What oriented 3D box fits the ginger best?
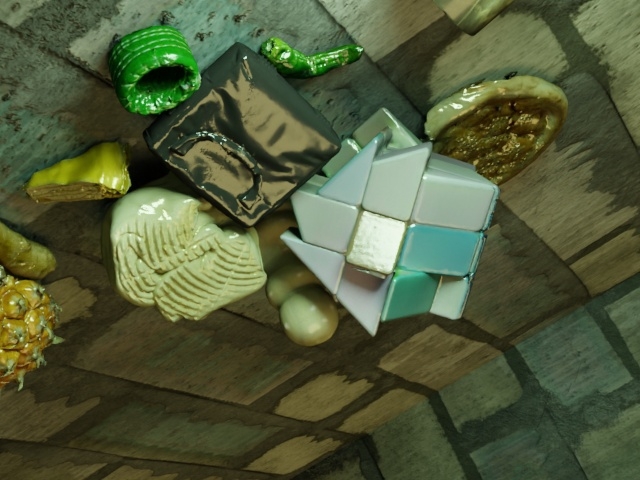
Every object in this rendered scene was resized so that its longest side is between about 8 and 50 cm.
[{"bbox_3d":[-0.552,-0.007,1.507,0.118,0.065,0.299,-16,150,0],"label":"ginger"}]

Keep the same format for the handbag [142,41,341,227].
[{"bbox_3d":[-0.128,-0.168,1.455,0.244,0.088,0.275,-42,130,10],"label":"handbag"}]

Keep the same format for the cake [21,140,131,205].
[{"bbox_3d":[-0.402,-0.122,1.465,0.185,0.116,0.080,-1,155,24],"label":"cake"}]

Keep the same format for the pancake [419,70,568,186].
[{"bbox_3d":[0.336,-0.205,1.859,0.382,0.071,0.382,-17,147,-12],"label":"pancake"}]

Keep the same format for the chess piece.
[{"bbox_3d":[-0.056,0.071,1.776,0.167,0.300,0.167,-20,150,-12],"label":"chess piece"}]

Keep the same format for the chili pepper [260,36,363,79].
[{"bbox_3d":[-0.017,-0.299,1.458,0.182,0.050,0.073,-8,140,-31],"label":"chili pepper"}]

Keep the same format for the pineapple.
[{"bbox_3d":[-0.617,0.173,1.533,0.344,0.209,0.286,-4,158,-21],"label":"pineapple"}]

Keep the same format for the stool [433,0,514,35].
[{"bbox_3d":[0.269,-0.453,1.293,0.264,0.179,0.179,-38,148,24],"label":"stool"}]

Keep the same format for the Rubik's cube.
[{"bbox_3d":[0.131,-0.042,1.673,0.358,0.368,0.387,-52,158,-73],"label":"Rubik's cube"}]

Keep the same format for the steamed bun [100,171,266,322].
[{"bbox_3d":[-0.257,-0.001,1.611,0.289,0.203,0.276,-12,123,-24],"label":"steamed bun"}]

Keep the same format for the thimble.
[{"bbox_3d":[-0.247,-0.254,1.311,0.130,0.090,0.118,-15,148,-18],"label":"thimble"}]
